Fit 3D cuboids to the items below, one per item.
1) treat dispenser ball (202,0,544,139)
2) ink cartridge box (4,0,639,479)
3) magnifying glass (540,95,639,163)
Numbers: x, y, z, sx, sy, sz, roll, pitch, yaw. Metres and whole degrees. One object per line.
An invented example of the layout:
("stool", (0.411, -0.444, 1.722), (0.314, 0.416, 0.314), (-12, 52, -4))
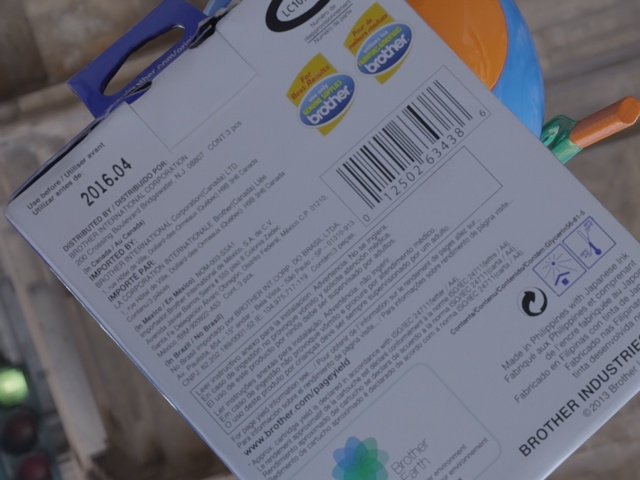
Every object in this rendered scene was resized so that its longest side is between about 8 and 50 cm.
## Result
("treat dispenser ball", (0.032, -0.109, 1.153), (0.288, 0.288, 0.288), (-18, -174, 2))
("ink cartridge box", (0.000, 0.000, 0.900), (0.270, 0.395, 0.151), (-42, 173, -7))
("magnifying glass", (0.241, -0.096, 1.399), (0.092, 0.026, 0.231), (-54, -173, -19))
